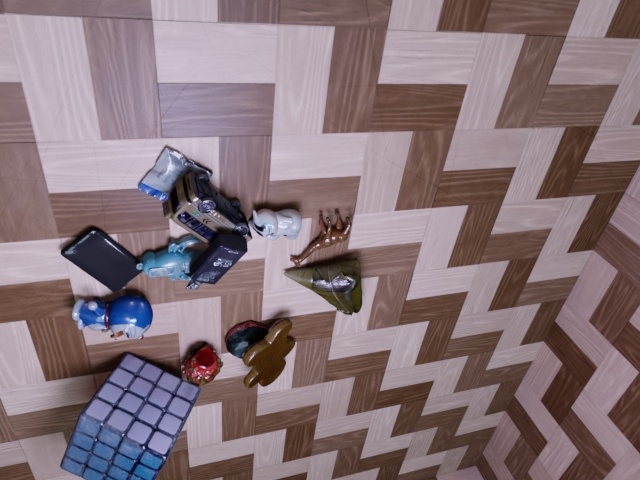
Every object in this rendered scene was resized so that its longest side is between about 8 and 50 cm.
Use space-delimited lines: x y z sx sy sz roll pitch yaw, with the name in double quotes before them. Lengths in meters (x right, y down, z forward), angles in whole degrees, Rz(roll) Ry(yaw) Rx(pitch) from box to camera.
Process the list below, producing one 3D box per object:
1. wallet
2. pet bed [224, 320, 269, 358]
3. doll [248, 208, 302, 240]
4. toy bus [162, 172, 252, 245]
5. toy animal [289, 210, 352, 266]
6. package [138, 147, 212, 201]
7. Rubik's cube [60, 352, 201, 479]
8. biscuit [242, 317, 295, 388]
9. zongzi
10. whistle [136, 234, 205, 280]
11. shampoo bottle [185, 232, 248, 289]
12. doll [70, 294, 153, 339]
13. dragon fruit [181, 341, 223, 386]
"wallet" -0.711 0.068 1.650 0.149 0.044 0.250 -37 130 4
"pet bed" -0.302 0.416 2.078 0.201 0.053 0.201 -11 131 -13
"doll" -0.150 -0.058 1.728 0.181 0.106 0.110 -3 147 -21
"toy bus" -0.356 -0.080 1.595 0.157 0.139 0.289 -34 141 13
"toy animal" 0.000 0.000 1.862 0.225 0.066 0.229 -7 133 -16
"package" -0.453 -0.188 1.561 0.171 0.027 0.173 28 115 -39
"Rubik's cube" -0.705 0.700 1.882 0.337 0.343 0.344 27 120 -5
"biscuit" -0.225 0.496 2.104 0.283 0.064 0.432 -41 155 -24
"zongzi" 0.017 0.199 2.000 0.300 0.145 0.273 -5 135 3
"whistle" -0.488 0.075 1.714 0.274 0.093 0.186 -5 131 -22
"shampoo bottle" -0.356 0.080 1.645 0.098 0.071 0.309 10 145 -36
"doll" -0.717 0.267 1.728 0.257 0.161 0.215 0 155 -8
"dragon fruit" -0.482 0.509 2.025 0.160 0.166 0.172 22 138 -17
